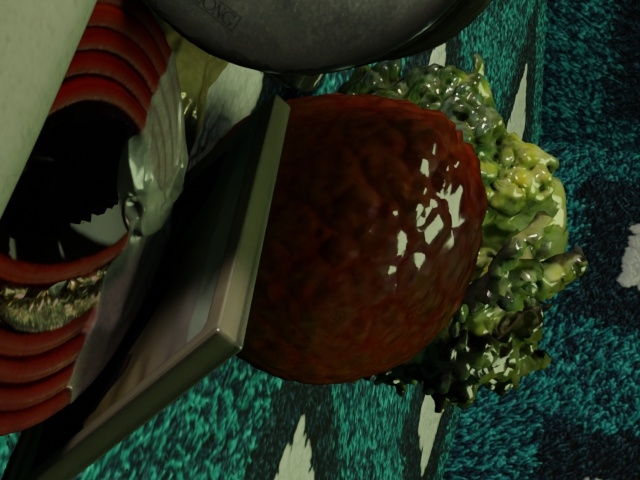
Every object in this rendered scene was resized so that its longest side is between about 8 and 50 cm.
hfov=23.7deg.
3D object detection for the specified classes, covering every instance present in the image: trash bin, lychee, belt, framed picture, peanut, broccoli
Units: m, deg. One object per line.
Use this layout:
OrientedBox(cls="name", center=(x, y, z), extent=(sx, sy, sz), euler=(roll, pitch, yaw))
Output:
OrientedBox(cls="trash bin", center=(0.014, -0.199, 0.867), extent=(0.252, 0.203, 0.301), euler=(-55, 176, 11))
OrientedBox(cls="lychee", center=(0.000, 0.000, 1.225), extent=(0.255, 0.300, 0.255), euler=(41, 37, -41))
OrientedBox(cls="belt", center=(-0.163, -0.030, 0.761), extent=(0.324, 0.115, 0.227), euler=(-35, 136, -71))
OrientedBox(cls="framed picture", center=(-0.100, 0.034, 0.897), extent=(0.192, 0.018, 0.265), euler=(-40, -159, 24))
OrientedBox(cls="peanut", center=(-0.107, -0.103, 1.012), extent=(0.082, 0.082, 0.187), euler=(77, 26, -57))
OrientedBox(cls="broccoli", center=(0.103, -0.010, 1.441), extent=(0.324, 0.272, 0.334), euler=(-44, 128, -87))

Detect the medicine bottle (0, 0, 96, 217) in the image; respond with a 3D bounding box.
OrientedBox(cls="medicine bottle", center=(-0.200, -0.070, 0.464), extent=(0.282, 0.123, 0.375), euler=(50, 48, -41))
